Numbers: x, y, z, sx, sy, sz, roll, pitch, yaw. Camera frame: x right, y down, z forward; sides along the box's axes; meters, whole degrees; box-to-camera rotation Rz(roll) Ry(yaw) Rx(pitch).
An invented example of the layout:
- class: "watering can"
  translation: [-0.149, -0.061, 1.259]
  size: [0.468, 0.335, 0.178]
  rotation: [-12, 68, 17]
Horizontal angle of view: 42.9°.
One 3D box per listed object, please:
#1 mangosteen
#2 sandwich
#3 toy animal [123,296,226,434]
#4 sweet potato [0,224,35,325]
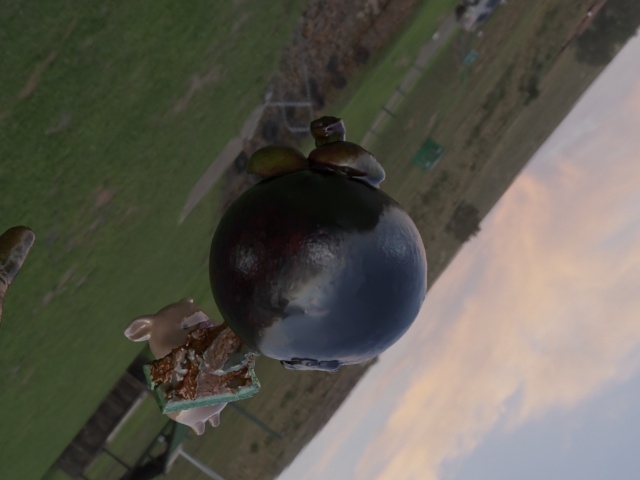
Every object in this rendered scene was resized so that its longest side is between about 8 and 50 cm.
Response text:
- class: "mangosteen"
  translation: [0.000, 0.000, 0.834]
  size: [0.228, 0.228, 0.265]
  rotation: [137, -41, -79]
- class: "sandwich"
  translation: [-0.186, 0.202, 1.281]
  size: [0.185, 0.109, 0.160]
  rotation: [-16, 161, -9]
- class: "toy animal"
  translation: [-0.235, 0.233, 1.503]
  size: [0.149, 0.247, 0.165]
  rotation: [-15, -179, 27]
- class: "sweet potato"
  translation: [-0.360, 0.116, 0.731]
  size: [0.108, 0.079, 0.346]
  rotation: [-10, -136, 54]
